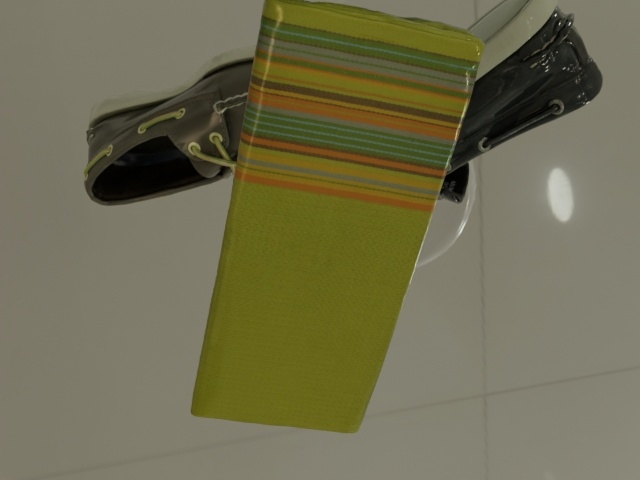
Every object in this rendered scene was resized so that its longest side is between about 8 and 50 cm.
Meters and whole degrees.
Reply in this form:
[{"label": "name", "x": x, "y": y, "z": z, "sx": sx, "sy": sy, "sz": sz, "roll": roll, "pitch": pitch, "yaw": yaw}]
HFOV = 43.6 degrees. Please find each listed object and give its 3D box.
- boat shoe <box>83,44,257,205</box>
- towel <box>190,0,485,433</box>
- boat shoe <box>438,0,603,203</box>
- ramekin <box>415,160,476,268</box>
[{"label": "boat shoe", "x": -0.101, "y": -0.096, "z": 0.728, "sx": 0.109, "sy": 0.304, "sz": 0.091, "roll": 33, "pitch": 56, "yaw": -48}, {"label": "towel", "x": 0.000, "y": 0.000, "z": 0.410, "sx": 0.021, "sy": 0.102, "sz": 0.237, "roll": -98, "pitch": -160, "yaw": -61}, {"label": "boat shoe", "x": 0.104, "y": -0.085, "z": 0.722, "sx": 0.340, "sy": 0.113, "sz": 0.127, "roll": -38, "pitch": -164, "yaw": 41}, {"label": "ramekin", "x": 0.094, "y": -0.086, "z": 1.165, "sx": 0.135, "sy": 0.277, "sz": 0.277, "roll": -86, "pitch": 170, "yaw": -72}]
